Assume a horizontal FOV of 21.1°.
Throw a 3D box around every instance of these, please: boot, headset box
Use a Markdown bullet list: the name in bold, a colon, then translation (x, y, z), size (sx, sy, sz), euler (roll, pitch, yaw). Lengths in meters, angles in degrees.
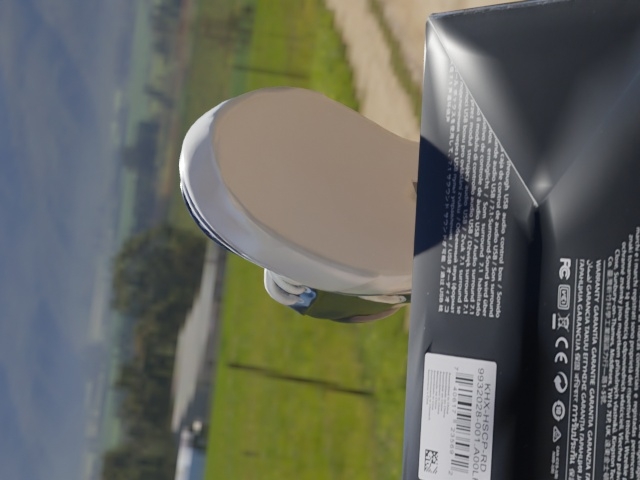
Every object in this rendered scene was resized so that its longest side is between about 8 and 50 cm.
- **boot**: translation (0.000, 0.000, 0.601), size (0.086, 0.190, 0.069), euler (-26, 68, 34)
- **headset box**: translation (0.170, 0.054, 0.495), size (0.110, 0.293, 0.218), euler (3, 89, 56)
